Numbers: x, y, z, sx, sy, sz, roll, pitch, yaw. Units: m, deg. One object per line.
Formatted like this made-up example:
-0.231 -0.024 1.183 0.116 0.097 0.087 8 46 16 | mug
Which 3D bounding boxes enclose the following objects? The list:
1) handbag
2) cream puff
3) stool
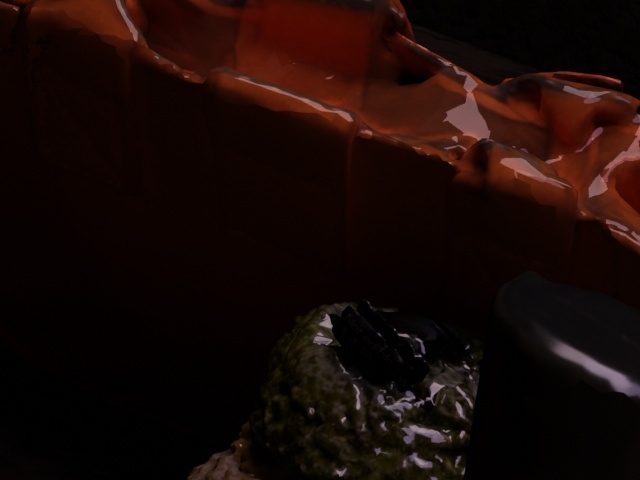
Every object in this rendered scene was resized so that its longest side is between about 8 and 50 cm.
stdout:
0.000 0.000 0.941 0.410 0.303 0.116 22 55 17 | handbag
0.021 0.103 0.797 0.183 0.169 0.183 17 14 -4 | cream puff
0.146 0.191 0.425 0.310 0.226 0.310 15 21 -20 | stool
